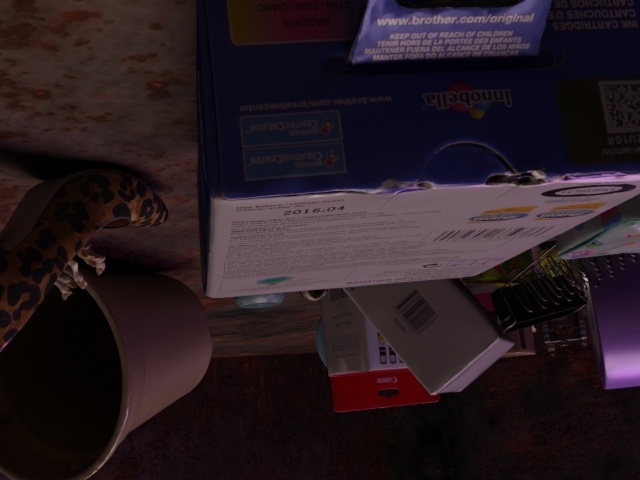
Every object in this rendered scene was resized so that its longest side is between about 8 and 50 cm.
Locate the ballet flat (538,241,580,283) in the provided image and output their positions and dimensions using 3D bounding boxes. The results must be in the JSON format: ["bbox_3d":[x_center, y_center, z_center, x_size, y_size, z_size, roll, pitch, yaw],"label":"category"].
[{"bbox_3d":[0.470,0.057,1.519,0.077,0.077,0.231,-11,167,22],"label":"ballet flat"}]

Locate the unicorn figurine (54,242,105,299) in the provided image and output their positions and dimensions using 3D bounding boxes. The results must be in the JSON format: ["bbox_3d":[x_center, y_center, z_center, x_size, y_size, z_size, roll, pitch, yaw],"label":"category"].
[{"bbox_3d":[-0.350,0.025,0.990,0.162,0.111,0.060,-33,-161,20],"label":"unicorn figurine"}]

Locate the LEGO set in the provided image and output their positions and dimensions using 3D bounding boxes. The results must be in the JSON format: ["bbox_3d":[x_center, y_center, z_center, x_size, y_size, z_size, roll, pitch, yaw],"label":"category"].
[{"bbox_3d":[0.521,0.194,1.918,0.331,0.192,0.255,-7,168,7],"label":"LEGO set"}]

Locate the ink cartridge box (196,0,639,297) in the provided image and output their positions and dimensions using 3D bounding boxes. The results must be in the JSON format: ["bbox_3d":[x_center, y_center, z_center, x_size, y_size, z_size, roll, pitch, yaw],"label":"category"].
[{"bbox_3d":[0.049,-0.067,0.547,0.270,0.151,0.395,-4,170,-10],"label":"ink cartridge box"}]

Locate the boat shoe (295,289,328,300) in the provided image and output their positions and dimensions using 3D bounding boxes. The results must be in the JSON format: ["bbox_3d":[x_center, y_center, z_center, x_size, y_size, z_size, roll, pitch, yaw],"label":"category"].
[{"bbox_3d":[-0.017,0.069,1.350,0.080,0.073,0.223,4,165,-38],"label":"boat shoe"}]

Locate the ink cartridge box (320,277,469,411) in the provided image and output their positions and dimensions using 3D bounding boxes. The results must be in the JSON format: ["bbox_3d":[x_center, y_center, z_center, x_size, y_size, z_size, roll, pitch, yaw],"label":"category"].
[{"bbox_3d":[0.164,0.193,1.549,0.309,0.272,0.130,3,166,-38],"label":"ink cartridge box"}]

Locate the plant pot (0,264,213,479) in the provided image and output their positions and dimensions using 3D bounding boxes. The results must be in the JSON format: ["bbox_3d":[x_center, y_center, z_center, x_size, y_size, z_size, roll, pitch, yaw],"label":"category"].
[{"bbox_3d":[-0.342,0.175,1.218,0.334,0.334,0.305,-11,179,24],"label":"plant pot"}]

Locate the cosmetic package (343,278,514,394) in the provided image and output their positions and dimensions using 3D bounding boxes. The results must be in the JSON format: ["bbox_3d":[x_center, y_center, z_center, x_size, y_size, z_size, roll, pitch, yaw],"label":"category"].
[{"bbox_3d":[0.180,0.120,1.254,0.138,0.224,0.224,-43,160,8],"label":"cosmetic package"}]

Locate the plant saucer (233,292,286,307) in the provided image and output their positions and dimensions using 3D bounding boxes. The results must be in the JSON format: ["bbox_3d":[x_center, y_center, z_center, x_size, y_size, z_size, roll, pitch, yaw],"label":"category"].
[{"bbox_3d":[-0.135,0.136,1.746,0.119,0.021,0.119,-5,169,-1],"label":"plant saucer"}]

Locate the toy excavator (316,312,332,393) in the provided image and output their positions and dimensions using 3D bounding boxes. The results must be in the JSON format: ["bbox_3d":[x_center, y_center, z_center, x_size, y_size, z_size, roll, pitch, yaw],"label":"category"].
[{"bbox_3d":[0.204,0.220,1.975,0.433,0.222,0.445,-6,-178,-1],"label":"toy excavator"}]

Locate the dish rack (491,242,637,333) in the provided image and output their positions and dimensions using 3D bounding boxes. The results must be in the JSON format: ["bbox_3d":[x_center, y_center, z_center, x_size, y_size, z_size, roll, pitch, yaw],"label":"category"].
[{"bbox_3d":[0.395,0.031,1.158,0.208,0.074,0.271,-8,151,-41],"label":"dish rack"}]

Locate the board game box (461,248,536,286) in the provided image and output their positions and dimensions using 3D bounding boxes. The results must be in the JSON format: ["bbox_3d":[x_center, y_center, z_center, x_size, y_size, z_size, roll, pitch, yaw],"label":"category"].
[{"bbox_3d":[0.280,0.023,1.230,0.043,0.092,0.181,-14,166,37],"label":"board game box"}]

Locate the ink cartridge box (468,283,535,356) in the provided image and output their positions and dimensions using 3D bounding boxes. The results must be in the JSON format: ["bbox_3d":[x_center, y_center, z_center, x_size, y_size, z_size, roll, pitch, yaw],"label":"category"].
[{"bbox_3d":[0.334,0.166,1.692,0.234,0.193,0.088,-15,163,36],"label":"ink cartridge box"}]

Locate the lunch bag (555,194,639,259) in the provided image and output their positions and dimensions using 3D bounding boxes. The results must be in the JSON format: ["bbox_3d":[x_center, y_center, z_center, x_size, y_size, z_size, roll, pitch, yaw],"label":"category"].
[{"bbox_3d":[0.419,-0.048,0.925,0.279,0.108,0.224,-3,171,-8],"label":"lunch bag"}]

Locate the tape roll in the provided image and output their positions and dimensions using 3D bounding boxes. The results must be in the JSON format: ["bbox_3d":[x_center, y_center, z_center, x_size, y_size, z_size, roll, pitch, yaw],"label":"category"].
[{"bbox_3d":[0.532,0.125,1.394,0.090,0.275,0.275,-10,168,14],"label":"tape roll"}]

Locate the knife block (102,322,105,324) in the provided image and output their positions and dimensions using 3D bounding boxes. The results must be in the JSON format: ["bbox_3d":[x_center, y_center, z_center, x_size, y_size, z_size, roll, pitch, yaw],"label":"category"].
[{"bbox_3d":[-0.471,0.187,1.484,0.242,0.088,0.275,4,161,33],"label":"knife block"}]

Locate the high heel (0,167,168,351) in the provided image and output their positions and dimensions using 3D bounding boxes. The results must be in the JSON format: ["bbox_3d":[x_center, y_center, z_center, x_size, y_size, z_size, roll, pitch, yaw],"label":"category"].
[{"bbox_3d":[-0.238,0.022,0.740,0.093,0.186,0.261,-13,166,31],"label":"high heel"}]
